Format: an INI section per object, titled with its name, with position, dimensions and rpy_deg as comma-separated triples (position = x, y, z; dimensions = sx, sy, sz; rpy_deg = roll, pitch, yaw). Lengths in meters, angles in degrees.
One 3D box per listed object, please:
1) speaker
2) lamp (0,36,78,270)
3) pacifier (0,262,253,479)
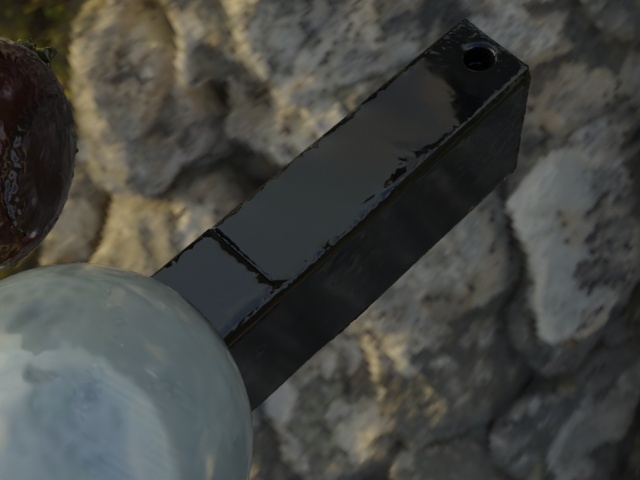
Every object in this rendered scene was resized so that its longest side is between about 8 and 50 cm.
[speaker]
position = 0.000, 0.000, 0.817
dimensions = 0.044, 0.218, 0.082
rpy_deg = 39, 156, 22
[lamp]
position = -0.232, -0.055, 1.241
dimensions = 0.135, 0.157, 0.156
rpy_deg = 8, 97, 17
[pacifier]
position = -0.130, 0.059, 0.489
dimensions = 0.233, 0.299, 0.244
rpy_deg = -15, 123, 18
